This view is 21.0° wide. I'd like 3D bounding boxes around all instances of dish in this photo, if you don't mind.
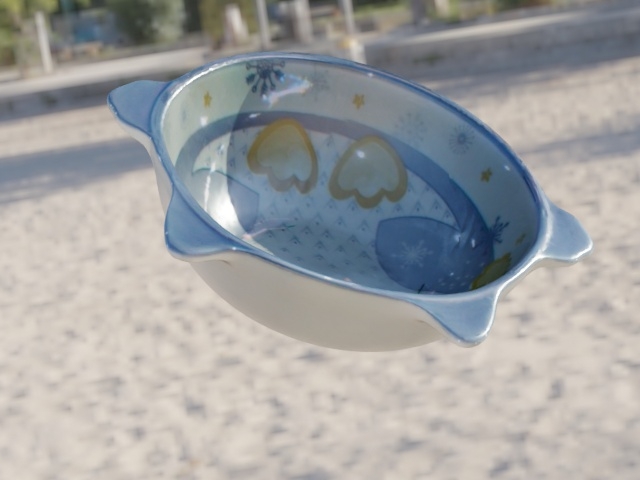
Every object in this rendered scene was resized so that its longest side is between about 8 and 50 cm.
[{"bbox_3d":[0.000,0.000,0.873,0.236,0.086,0.228,30,37,17],"label":"dish"}]
